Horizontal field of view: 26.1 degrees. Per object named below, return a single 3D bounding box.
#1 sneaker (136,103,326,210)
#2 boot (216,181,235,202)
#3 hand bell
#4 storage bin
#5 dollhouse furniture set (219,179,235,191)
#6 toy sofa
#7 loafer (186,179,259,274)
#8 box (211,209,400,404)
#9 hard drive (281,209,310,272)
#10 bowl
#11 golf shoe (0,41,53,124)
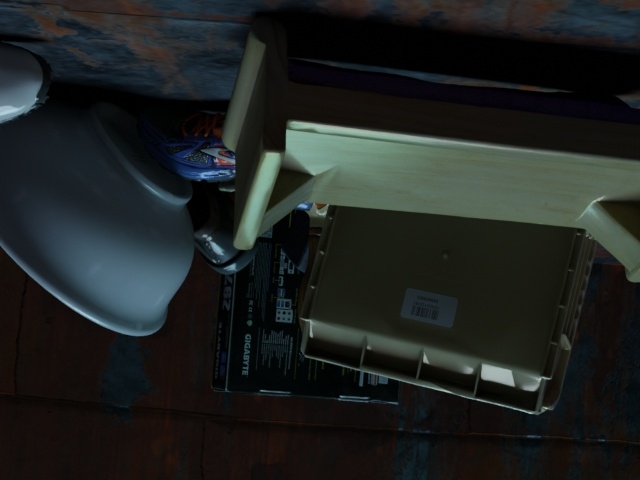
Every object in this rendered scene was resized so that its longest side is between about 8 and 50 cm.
[{"bbox_3d":[-0.083,-0.106,1.425,0.221,0.083,0.087,14,138,8],"label":"sneaker"},{"bbox_3d":[-0.112,-0.089,1.609,0.158,0.085,0.059,9,176,-34],"label":"boot"},{"bbox_3d":[0.000,0.000,1.595,0.126,0.242,0.126,4,177,0],"label":"hand bell"},{"bbox_3d":[0.137,0.023,1.413,0.262,0.260,0.123,13,175,15],"label":"storage bin"},{"bbox_3d":[-0.041,-0.091,1.535,0.151,0.076,0.058,0,176,44],"label":"dollhouse furniture set"},{"bbox_3d":[0.112,-0.088,1.074,0.362,0.177,0.150,6,152,-10],"label":"toy sofa"},{"bbox_3d":[-0.164,-0.061,1.673,0.084,0.096,0.267,43,-179,-45],"label":"loafer"},{"bbox_3d":[-0.009,0.059,1.920,0.257,0.322,0.079,6,175,-21],"label":"box"},{"bbox_3d":[0.049,-0.025,1.795,0.054,0.172,0.254,24,-175,32],"label":"hard drive"},{"bbox_3d":[-0.230,-0.052,1.465,0.134,0.298,0.298,-42,161,14],"label":"bowl"},{"bbox_3d":[-0.325,-0.139,1.145,0.198,0.077,0.094,4,176,0],"label":"golf shoe"}]
